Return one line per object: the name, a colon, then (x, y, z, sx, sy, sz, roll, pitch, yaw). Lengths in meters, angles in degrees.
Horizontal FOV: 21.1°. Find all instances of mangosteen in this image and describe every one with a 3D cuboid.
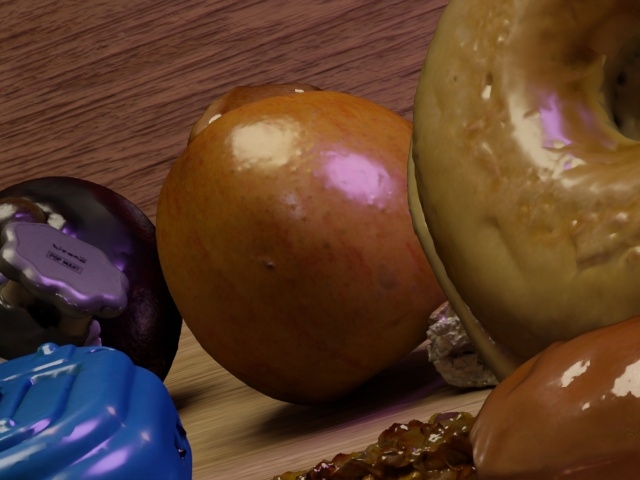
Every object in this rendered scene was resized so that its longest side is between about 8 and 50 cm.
mangosteen: (-0.290, 0.066, 1.872, 0.297, 0.297, 0.293, -22, -36, -18)

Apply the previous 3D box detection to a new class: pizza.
pizza: (0.058, 0.154, 1.170, 0.246, 0.058, 0.127, -17, 6, 21)

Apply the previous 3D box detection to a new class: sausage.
sausage: (0.201, 0.098, 0.941, 0.241, 0.120, 0.136, -17, 21, 21)

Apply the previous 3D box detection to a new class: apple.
apple: (0.000, 0.000, 1.595, 0.299, 0.275, 0.299, -38, -9, -7)

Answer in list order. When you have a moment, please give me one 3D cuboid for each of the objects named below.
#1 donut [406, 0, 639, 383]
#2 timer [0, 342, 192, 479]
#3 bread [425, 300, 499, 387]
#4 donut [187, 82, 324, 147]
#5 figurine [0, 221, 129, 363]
donut: (0.239, -0.078, 1.133, 0.449, 0.449, 0.198, -15, -31, 37)
timer: (-0.237, 0.164, 0.942, 0.340, 0.115, 0.309, -22, 9, -1)
bread: (0.159, 0.073, 1.468, 0.125, 0.082, 0.106, -19, 12, 37)
donut: (-0.036, -0.020, 1.877, 0.150, 0.299, 0.317, -10, -7, 17)
figurine: (-0.281, 0.167, 1.401, 0.387, 0.207, 0.166, -60, 10, 25)
